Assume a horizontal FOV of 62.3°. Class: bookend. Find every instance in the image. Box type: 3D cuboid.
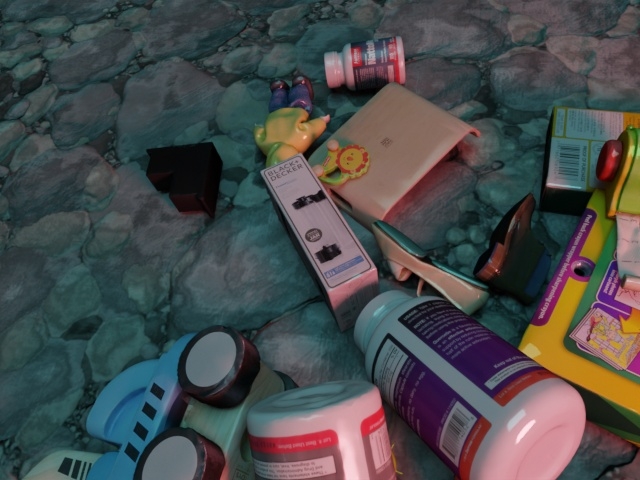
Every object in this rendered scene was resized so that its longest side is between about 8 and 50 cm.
[{"bbox_3d":[-0.306,-0.127,1.154,0.156,0.072,0.157,-5,58,9],"label":"bookend"}]

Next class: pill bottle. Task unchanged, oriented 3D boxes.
[{"bbox_3d":[0.018,0.353,0.667,0.176,0.176,0.319,-11,85,4],"label":"pill bottle"},{"bbox_3d":[0.187,0.199,0.755,0.181,0.181,0.323,-36,37,-12],"label":"pill bottle"},{"bbox_3d":[0.103,-0.408,1.234,0.180,0.108,0.108,-6,57,8],"label":"pill bottle"}]

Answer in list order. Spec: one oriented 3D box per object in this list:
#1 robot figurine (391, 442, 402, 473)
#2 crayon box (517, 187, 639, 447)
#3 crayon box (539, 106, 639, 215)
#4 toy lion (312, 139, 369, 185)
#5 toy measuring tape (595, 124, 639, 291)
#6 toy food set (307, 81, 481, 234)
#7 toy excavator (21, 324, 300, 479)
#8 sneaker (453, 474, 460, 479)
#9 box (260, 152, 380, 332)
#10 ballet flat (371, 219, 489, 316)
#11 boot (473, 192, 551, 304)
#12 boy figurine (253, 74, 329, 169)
[{"bbox_3d":[0.060,0.336,0.788,0.115,0.067,0.101,-14,62,2],"label":"robot figurine"},{"bbox_3d":[0.508,0.123,0.806,0.313,0.106,0.363,26,62,23],"label":"crayon box"},{"bbox_3d":[0.588,-0.136,0.979,0.322,0.083,0.203,9,60,17],"label":"crayon box"},{"bbox_3d":[0.045,-0.150,1.049,0.096,0.034,0.100,26,76,19],"label":"toy lion"},{"bbox_3d":[0.493,-0.078,0.816,0.121,0.121,0.330,10,50,17],"label":"toy measuring tape"},{"bbox_3d":[0.145,-0.176,1.100,0.306,0.092,0.219,-45,60,-8],"label":"toy food set"},{"bbox_3d":[-0.296,0.340,0.802,0.445,0.222,0.433,1,57,28],"label":"toy excavator"},{"bbox_3d":[0.281,0.407,0.701,0.125,0.104,0.262,-10,46,-28],"label":"sneaker"},{"bbox_3d":[0.000,0.000,0.956,0.087,0.169,0.290,-27,56,-7],"label":"box"},{"bbox_3d":[0.177,0.055,0.944,0.248,0.086,0.086,35,70,26],"label":"ballet flat"},{"bbox_3d":[0.362,0.013,0.950,0.106,0.082,0.219,37,62,4],"label":"boot"},{"bbox_3d":[-0.064,-0.238,1.166,0.177,0.092,0.285,-8,58,14],"label":"boy figurine"}]
